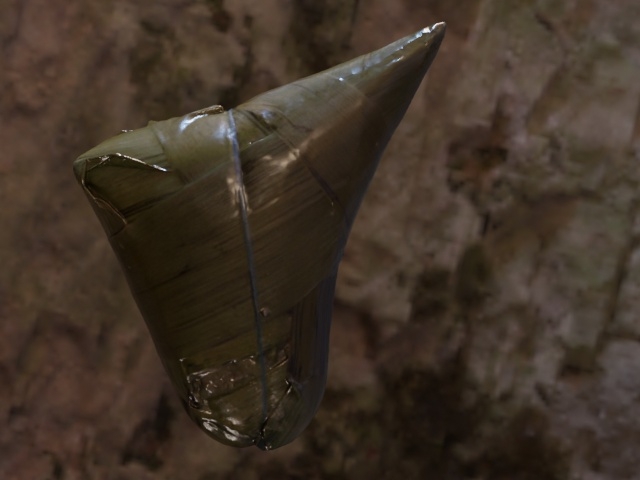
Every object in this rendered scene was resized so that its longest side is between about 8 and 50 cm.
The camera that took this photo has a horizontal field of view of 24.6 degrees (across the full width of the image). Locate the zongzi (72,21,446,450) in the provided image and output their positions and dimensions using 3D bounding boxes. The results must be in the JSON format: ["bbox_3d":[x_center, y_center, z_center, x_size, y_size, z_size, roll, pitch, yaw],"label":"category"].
[{"bbox_3d":[0.000,0.000,1.345,0.160,0.360,0.323,-87,-27,-76],"label":"zongzi"}]
